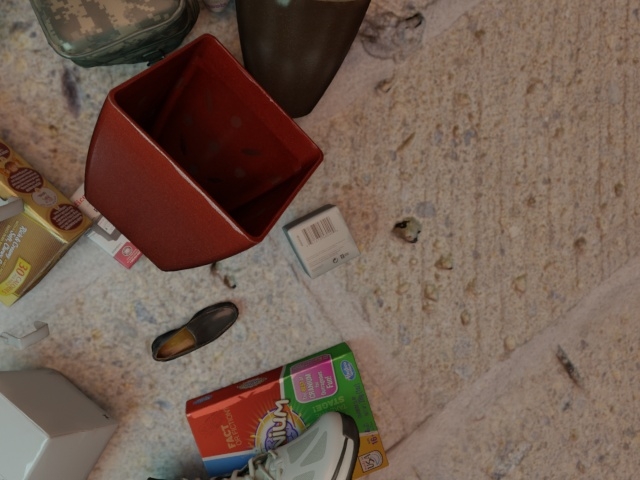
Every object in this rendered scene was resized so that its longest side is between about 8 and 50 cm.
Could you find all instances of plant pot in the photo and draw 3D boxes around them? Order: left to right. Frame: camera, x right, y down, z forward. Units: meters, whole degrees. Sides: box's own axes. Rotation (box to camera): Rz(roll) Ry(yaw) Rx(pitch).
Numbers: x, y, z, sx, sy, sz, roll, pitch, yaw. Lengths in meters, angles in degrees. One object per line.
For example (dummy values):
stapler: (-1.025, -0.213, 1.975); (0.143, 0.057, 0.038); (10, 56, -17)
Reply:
plant pot: (-0.200, -0.106, 0.934); (0.267, 0.267, 0.236); (45, 130, -11)
plant pot: (-0.042, -0.322, 0.973); (0.215, 0.215, 0.230); (4, 134, -11)

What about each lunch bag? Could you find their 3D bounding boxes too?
lunch bag: (-0.322, -0.418, 0.897); (0.213, 0.256, 0.305); (-24, 101, -3)

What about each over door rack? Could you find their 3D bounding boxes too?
over door rack: (-0.593, 0.043, 0.894); (0.324, 0.108, 0.239); (6, 116, 8)

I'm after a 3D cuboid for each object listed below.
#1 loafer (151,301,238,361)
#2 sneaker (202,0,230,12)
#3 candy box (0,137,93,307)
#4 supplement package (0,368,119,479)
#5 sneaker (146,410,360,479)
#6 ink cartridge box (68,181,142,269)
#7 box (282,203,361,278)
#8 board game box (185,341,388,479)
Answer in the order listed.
loafer: (-0.220, 0.167, 1.072); (0.170, 0.061, 0.062); (-33, 99, -7)
sneaker: (-0.130, -0.515, 1.006); (0.114, 0.152, 0.305); (25, 69, 12)
candy box: (-0.542, -0.068, 0.943); (0.183, 0.087, 0.316); (-40, 102, 23)
supplement package: (-0.499, 0.373, 0.956); (0.175, 0.177, 0.293); (31, 89, 19)
sneaker: (-0.146, 0.429, 0.991); (0.257, 0.169, 0.447); (37, 91, -14)
ink cartridge box: (-0.347, -0.041, 1.026); (0.150, 0.063, 0.109); (41, 88, -12)
box: (0.000, 0.000, 1.083); (0.101, 0.087, 0.102); (-27, 101, -7)
board game box: (-0.059, 0.359, 1.120); (0.317, 0.064, 0.242); (-20, 99, -8)
